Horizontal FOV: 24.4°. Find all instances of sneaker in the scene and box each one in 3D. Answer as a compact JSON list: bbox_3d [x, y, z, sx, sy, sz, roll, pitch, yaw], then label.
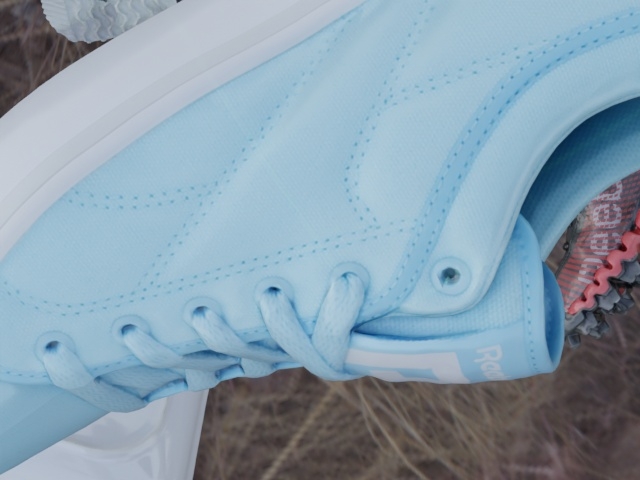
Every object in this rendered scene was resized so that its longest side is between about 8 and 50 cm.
[{"bbox_3d":[0.000,0.000,0.485,0.366,0.135,0.150,-36,68,8],"label":"sneaker"},{"bbox_3d":[-0.111,-0.274,1.385,0.293,0.146,0.102,-8,120,2],"label":"sneaker"},{"bbox_3d":[0.268,-0.038,1.365,0.135,0.097,0.276,31,97,21],"label":"sneaker"}]

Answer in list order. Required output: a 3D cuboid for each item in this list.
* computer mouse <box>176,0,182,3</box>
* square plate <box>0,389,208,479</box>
[{"bbox_3d":[0.005,-0.260,1.131,0.262,0.184,0.060,-42,64,13],"label":"computer mouse"},{"bbox_3d":[-0.241,0.043,1.230,0.344,0.347,0.049,19,143,-11],"label":"square plate"}]
